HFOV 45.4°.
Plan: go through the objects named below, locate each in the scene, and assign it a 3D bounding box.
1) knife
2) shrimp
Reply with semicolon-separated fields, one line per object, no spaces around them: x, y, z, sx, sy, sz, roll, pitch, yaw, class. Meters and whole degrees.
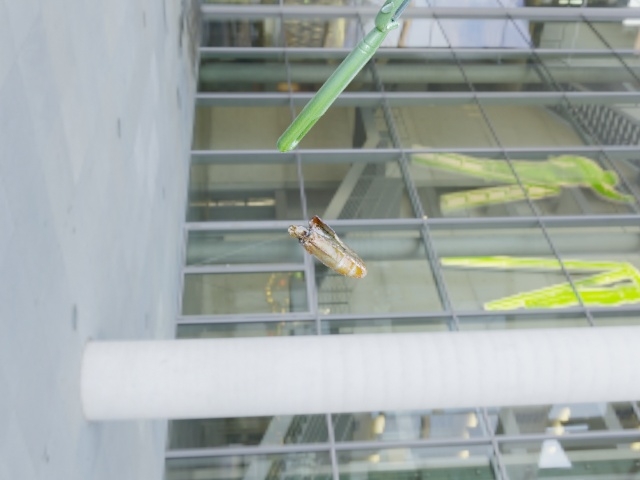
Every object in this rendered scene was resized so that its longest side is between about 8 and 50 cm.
0.023;-0.135;0.582;0.212;0.015;0.054;-45;178;36;knife
0.000;0.000;0.795;0.127;0.025;0.091;29;18;-49;shrimp
